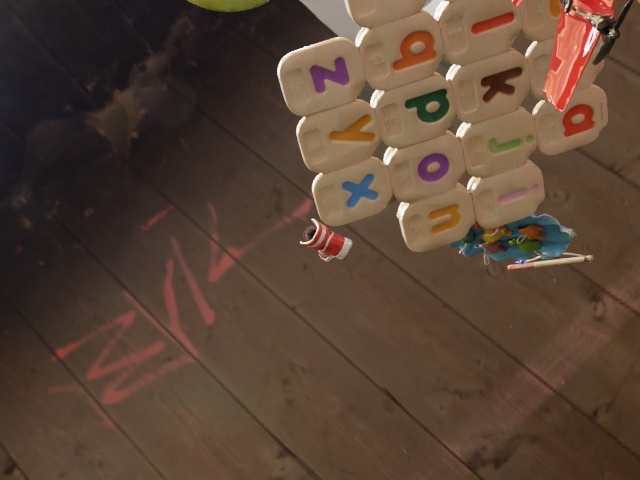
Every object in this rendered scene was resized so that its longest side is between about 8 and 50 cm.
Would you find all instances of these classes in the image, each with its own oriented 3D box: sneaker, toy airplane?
[{"bbox_3d":[0.000,0.000,1.276,0.067,0.118,0.042,26,-99,-12],"label":"sneaker"},{"bbox_3d":[0.163,-0.168,0.582,0.028,0.151,0.151,4,-115,-14],"label":"toy airplane"}]

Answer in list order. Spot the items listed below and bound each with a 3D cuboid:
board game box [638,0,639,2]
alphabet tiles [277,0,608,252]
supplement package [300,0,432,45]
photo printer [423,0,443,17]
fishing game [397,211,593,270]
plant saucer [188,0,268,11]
[{"bbox_3d":[0.441,-0.272,0.554,0.356,0.356,0.356,-31,-106,-5],"label":"board game box"},{"bbox_3d":[0.112,-0.124,0.766,0.278,0.284,0.021,-19,-148,-3],"label":"alphabet tiles"},{"bbox_3d":[0.041,-0.425,1.298,0.149,0.194,0.203,-35,-137,24],"label":"supplement package"},{"bbox_3d":[0.215,-0.493,1.535,0.107,0.256,0.307,-43,-147,-8],"label":"photo printer"},{"bbox_3d":[0.244,0.002,1.177,0.189,0.264,0.041,-10,-116,43],"label":"fishing game"},{"bbox_3d":[-0.180,-0.536,1.666,0.241,0.037,0.241,4,-118,-8],"label":"plant saucer"}]
